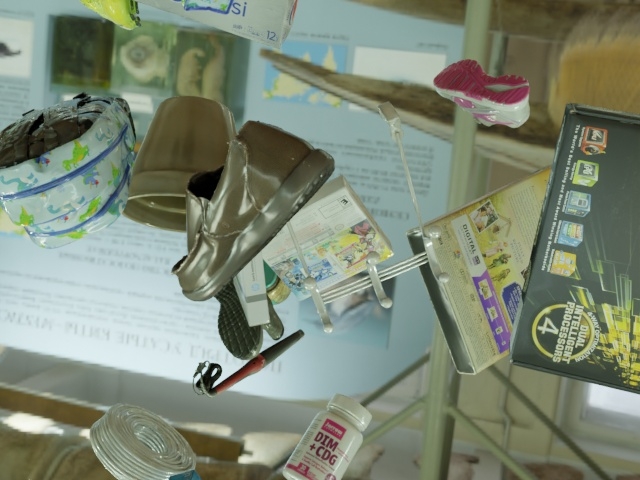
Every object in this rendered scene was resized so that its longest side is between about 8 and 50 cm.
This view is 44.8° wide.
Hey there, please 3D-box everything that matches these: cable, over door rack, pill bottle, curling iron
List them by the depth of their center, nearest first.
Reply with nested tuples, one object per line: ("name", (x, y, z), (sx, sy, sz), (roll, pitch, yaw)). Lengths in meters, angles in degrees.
("over door rack", (0.061, -0.025, 1.260), (0.239, 0.324, 0.108), (-22, -159, -4))
("curling iron", (-0.130, 0.226, 1.492), (0.274, 0.068, 0.035), (-20, 179, -39))
("cable", (-0.414, 0.490, 1.818), (0.257, 0.089, 0.257), (34, -173, -27))
("pill bottle", (0.025, 0.607, 2.293), (0.160, 0.283, 0.160), (28, 157, 13))

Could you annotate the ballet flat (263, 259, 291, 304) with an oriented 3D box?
("ballet flat", (-0.106, -0.015, 1.752), (0.123, 0.349, 0.123), (0, 151, 0))

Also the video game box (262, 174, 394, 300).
("video game box", (0.000, 0.000, 1.390), (0.205, 0.187, 0.048), (-26, -145, 15))

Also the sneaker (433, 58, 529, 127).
("sneaker", (0.341, -0.301, 1.652), (0.252, 0.103, 0.111), (37, 165, 45))

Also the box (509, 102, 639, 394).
("box", (0.469, 0.024, 1.118), (0.318, 0.395, 0.097), (13, -163, 9))

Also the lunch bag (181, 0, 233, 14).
("lunch bag", (-0.170, -0.442, 1.171), (0.096, 0.129, 0.151), (-3, 149, -28))

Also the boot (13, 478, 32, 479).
("boot", (-0.477, 0.406, 0.966), (0.109, 0.220, 0.283), (-14, 159, 37))

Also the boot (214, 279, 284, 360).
("boot", (-0.117, 0.144, 1.432), (0.161, 0.083, 0.247), (39, -165, -40))

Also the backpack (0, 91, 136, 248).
("backpack", (-0.486, -0.140, 1.467), (0.290, 0.274, 0.355), (-18, -171, -8))

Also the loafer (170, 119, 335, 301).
("loafer", (-0.113, -0.043, 1.015), (0.134, 0.130, 0.366), (-47, -177, -43))

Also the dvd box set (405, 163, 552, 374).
("dvd box set", (0.394, 0.045, 1.589), (0.420, 0.308, 0.062), (-25, -174, -29))

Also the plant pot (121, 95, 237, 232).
("plant pot", (-0.319, -0.191, 1.914), (0.322, 0.281, 0.323), (4, 166, 1))

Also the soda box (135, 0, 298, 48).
("soda box", (-0.183, -0.432, 1.326), (0.286, 0.098, 0.091), (18, -137, 3))

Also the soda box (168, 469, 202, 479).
("soda box", (-0.295, 0.580, 1.606), (0.067, 0.071, 0.210), (-20, -156, 14))

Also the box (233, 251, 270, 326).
("box", (-0.121, 0.023, 1.256), (0.038, 0.186, 0.145), (-10, -151, -13))

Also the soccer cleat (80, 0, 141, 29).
("soccer cleat", (-0.422, -0.472, 1.545), (0.121, 0.094, 0.289), (-4, -159, -13))
